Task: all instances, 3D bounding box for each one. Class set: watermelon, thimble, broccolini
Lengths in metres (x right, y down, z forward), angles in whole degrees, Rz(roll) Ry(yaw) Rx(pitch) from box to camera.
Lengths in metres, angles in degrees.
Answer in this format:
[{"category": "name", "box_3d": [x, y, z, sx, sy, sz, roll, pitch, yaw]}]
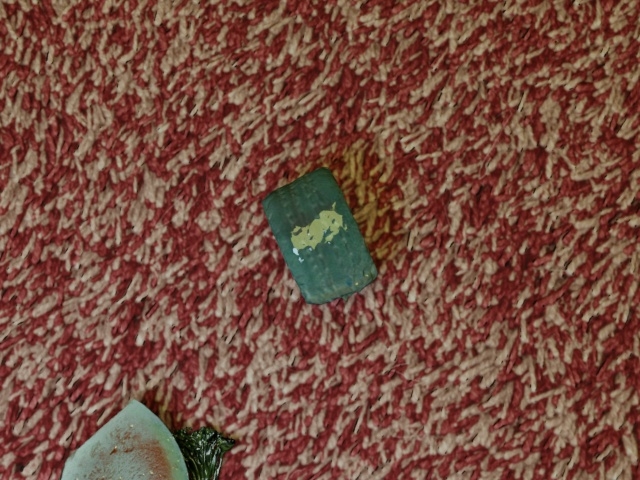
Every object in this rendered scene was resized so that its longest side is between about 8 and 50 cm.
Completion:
[{"category": "watermelon", "box_3d": [-0.348, 0.413, 1.662, 0.320, 0.213, 0.290, 14, 88, 35]}, {"category": "thimble", "box_3d": [0.000, 0.000, 1.730, 0.143, 0.198, 0.235, -26, 75, 0]}, {"category": "broccolini", "box_3d": [-0.255, 0.450, 1.750, 0.123, 0.062, 0.271, 22, 86, 17]}]
